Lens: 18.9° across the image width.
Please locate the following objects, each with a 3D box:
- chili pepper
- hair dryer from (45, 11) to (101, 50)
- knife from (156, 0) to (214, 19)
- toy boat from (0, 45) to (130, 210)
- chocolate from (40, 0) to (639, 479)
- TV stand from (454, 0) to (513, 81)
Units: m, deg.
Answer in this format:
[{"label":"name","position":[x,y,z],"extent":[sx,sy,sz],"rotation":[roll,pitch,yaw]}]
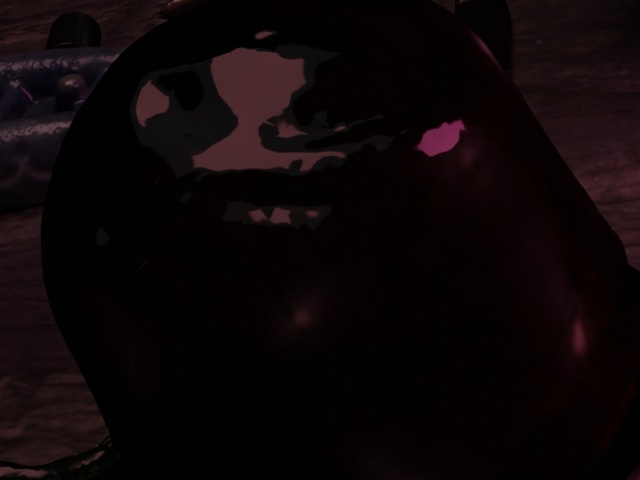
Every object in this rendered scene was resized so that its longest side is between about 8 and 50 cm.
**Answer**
[{"label":"chili pepper","position":[-0.245,0.173,1.364],"extent":[0.279,0.065,0.122],"rotation":[-12,21,16]},{"label":"hair dryer","position":[-0.322,-0.171,2.032],"extent":[0.197,0.057,0.100],"rotation":[-24,26,9]},{"label":"knife","position":[-0.005,-0.304,2.039],"extent":[0.365,0.043,0.089],"rotation":[-23,-5,4]},{"label":"toy boat","position":[-0.305,-0.126,1.859],"extent":[0.330,0.123,0.215],"rotation":[-8,33,23]},{"label":"chocolate","position":[0.000,0.000,1.209],"extent":[0.383,0.331,0.384],"rotation":[-19,26,10]},{"label":"TV stand","position":[0.137,-0.147,1.658],"extent":[0.049,0.040,0.256],"rotation":[-15,29,15]}]
